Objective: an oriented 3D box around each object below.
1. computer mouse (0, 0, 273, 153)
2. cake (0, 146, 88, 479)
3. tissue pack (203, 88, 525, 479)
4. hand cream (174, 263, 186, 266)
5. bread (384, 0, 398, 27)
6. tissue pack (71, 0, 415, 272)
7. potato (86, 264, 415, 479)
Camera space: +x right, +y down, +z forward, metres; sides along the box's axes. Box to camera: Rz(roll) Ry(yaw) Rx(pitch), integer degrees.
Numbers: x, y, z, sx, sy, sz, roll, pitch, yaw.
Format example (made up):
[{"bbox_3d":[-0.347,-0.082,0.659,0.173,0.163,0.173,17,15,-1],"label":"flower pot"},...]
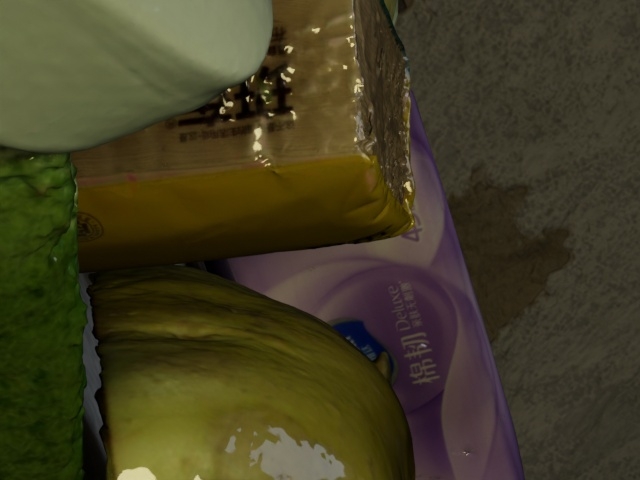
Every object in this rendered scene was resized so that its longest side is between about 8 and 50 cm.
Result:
[{"bbox_3d":[-0.106,-0.096,0.436,0.231,0.079,0.128,18,35,-35],"label":"computer mouse"},{"bbox_3d":[-0.087,0.019,0.587,0.235,0.099,0.100,64,6,-50],"label":"cake"},{"bbox_3d":[0.000,0.000,1.286,0.242,0.160,0.338,-117,-174,-56],"label":"tissue pack"},{"bbox_3d":[-0.110,-0.047,1.148,0.080,0.050,0.234,83,-11,-80],"label":"hand cream"},{"bbox_3d":[-0.082,-0.159,0.951,0.341,0.210,0.301,31,58,-76],"label":"bread"},{"bbox_3d":[-0.055,-0.036,0.693,0.120,0.169,0.082,50,35,-76],"label":"tissue pack"},{"bbox_3d":[-0.020,0.087,0.712,0.272,0.111,0.160,-133,-148,-79],"label":"potato"}]
